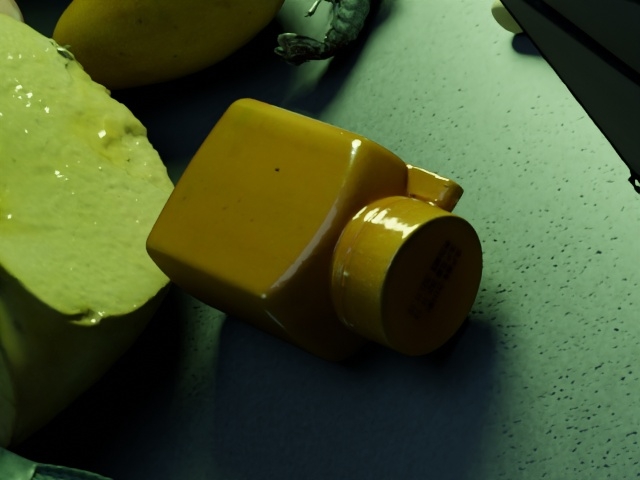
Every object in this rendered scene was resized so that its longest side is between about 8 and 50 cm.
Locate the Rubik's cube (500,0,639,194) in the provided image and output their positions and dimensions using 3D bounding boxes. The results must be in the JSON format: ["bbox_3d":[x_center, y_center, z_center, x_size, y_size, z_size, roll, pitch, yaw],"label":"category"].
[{"bbox_3d":[0.320,-0.166,0.993,0.307,0.310,0.305,31,80,44],"label":"Rubik's cube"}]

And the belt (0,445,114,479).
[{"bbox_3d":[-0.265,0.173,1.244,0.302,0.072,0.087,23,45,0],"label":"belt"}]

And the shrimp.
[{"bbox_3d":[0.019,-0.214,1.416,0.082,0.076,0.174,142,147,-73],"label":"shrimp"}]

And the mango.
[{"bbox_3d":[-0.129,-0.201,1.470,0.253,0.113,0.138,-20,57,34],"label":"mango"}]

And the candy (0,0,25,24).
[{"bbox_3d":[-0.384,-0.160,1.526,0.255,0.255,0.094,-21,55,24],"label":"candy"}]

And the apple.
[{"bbox_3d":[-0.268,-0.002,1.357,0.314,0.252,0.309,-42,80,-3],"label":"apple"}]

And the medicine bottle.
[{"bbox_3d":[0.000,0.000,1.247,0.222,0.112,0.149,22,77,42],"label":"medicine bottle"}]

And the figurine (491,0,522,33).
[{"bbox_3d":[0.169,-0.180,1.291,0.083,0.047,0.050,7,52,46],"label":"figurine"}]
